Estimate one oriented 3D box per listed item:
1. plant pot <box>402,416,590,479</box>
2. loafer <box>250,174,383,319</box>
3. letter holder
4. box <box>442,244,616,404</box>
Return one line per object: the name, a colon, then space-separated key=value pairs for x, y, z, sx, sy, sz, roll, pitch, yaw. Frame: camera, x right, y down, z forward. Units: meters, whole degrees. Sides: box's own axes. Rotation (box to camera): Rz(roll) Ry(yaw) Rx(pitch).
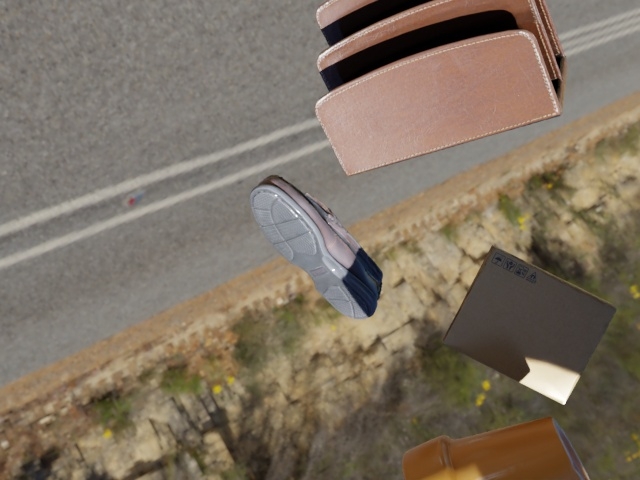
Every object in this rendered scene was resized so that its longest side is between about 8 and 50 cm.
plant pot: x=0.231 y=0.314 z=1.046 sx=0.188 sy=0.205 sz=0.205 roll=-30 pitch=167 yaw=12
loafer: x=0.000 y=0.000 z=1.383 sx=0.109 sy=0.302 sz=0.095 roll=-13 pitch=-144 yaw=43
letter holder: x=0.139 y=-0.244 z=1.108 sx=0.301 sy=0.214 sz=0.152 roll=-14 pitch=-151 yaw=28
box: x=0.303 y=0.124 z=1.244 sx=0.164 sy=0.201 sz=0.021 roll=-64 pitch=179 yaw=8
